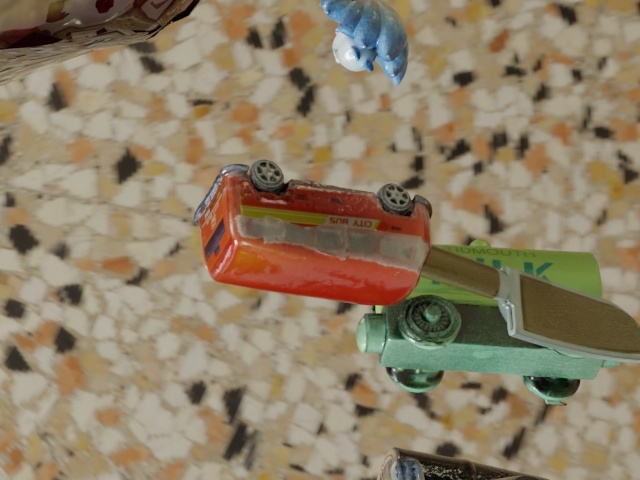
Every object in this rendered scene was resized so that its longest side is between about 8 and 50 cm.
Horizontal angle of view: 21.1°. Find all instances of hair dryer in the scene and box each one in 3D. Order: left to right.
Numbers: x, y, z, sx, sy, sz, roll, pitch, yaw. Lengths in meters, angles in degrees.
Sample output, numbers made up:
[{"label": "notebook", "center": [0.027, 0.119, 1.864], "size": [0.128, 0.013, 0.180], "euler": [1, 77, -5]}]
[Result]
[{"label": "hair dryer", "center": [0.178, 0.261, 1.639], "size": [0.189, 0.352, 0.107], "euler": [12, 79, -10]}]

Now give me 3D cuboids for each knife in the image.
[{"label": "knife", "center": [0.162, 0.054, 1.421], "size": [0.343, 0.027, 0.061], "euler": [17, 58, -35]}]

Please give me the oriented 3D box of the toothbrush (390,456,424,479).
[{"label": "toothbrush", "center": [0.099, 0.371, 1.298], "size": [0.042, 0.040, 0.418], "euler": [-9, 85, -2]}]

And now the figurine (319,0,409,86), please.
[{"label": "figurine", "center": [0.050, -0.197, 1.711], "size": [0.079, 0.114, 0.114], "euler": [-36, 102, 6]}]

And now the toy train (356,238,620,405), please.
[{"label": "toy train", "center": [0.157, 0.064, 1.630], "size": [0.253, 0.105, 0.157], "euler": [3, 51, -7]}]

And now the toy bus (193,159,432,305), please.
[{"label": "toy bus", "center": [0.000, 0.000, 1.251], "size": [0.174, 0.079, 0.077], "euler": [10, 52, -21]}]

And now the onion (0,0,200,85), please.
[{"label": "onion", "center": [-0.081, -0.140, 0.338], "size": [0.246, 0.190, 0.246], "euler": [-26, 126, -42]}]
